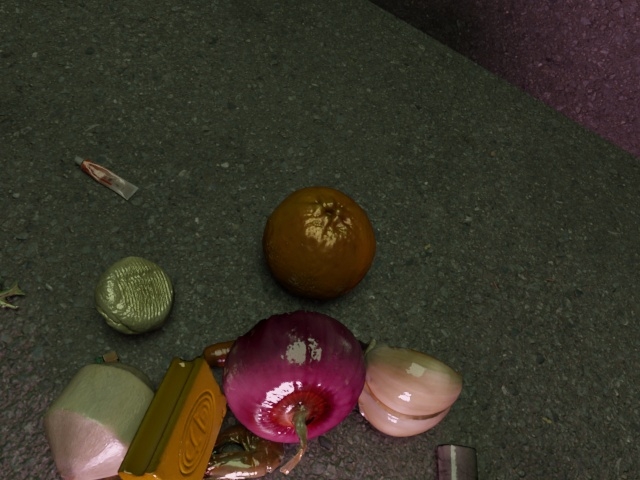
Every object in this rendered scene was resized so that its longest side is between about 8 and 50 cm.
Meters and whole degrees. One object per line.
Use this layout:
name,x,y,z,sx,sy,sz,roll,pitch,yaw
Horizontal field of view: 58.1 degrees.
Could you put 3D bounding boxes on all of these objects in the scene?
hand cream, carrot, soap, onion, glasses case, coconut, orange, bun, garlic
hand cream,-0.682,-0.200,1.816,0.216,0.038,0.052,30,83,1
carrot,-0.220,0.303,1.595,0.225,0.067,0.067,-9,61,-22
soap,-0.326,0.452,1.346,0.096,0.204,0.324,-6,37,17
onion,-0.047,0.354,1.424,0.358,0.358,0.345,-24,52,-27
glasses case,0.363,0.693,1.506,0.114,0.060,0.299,13,56,-10
coconut,-0.510,0.423,1.329,0.237,0.237,0.266,20,41,-2
orange,0.000,0.000,1.708,0.340,0.293,0.341,8,58,-13
bun,-0.511,0.160,1.567,0.220,0.134,0.220,24,51,-34
garlic,0.234,0.394,1.539,0.313,0.286,0.249,28,22,-7

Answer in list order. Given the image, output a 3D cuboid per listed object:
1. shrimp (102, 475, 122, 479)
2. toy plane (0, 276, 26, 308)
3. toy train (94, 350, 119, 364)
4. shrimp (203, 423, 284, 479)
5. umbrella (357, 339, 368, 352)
shrimp,-0.402,0.634,1.342,0.164,0.062,0.317,-27,64,-23
toy plane,-0.853,0.149,1.539,0.111,0.040,0.102,-31,69,-28
toy train,-0.548,0.343,1.498,0.064,0.044,0.103,-15,63,-35
shrimp,-0.224,0.537,1.450,0.267,0.061,0.145,-10,53,-17
umbrella,0.057,0.305,1.654,0.326,0.090,0.094,16,52,-5
